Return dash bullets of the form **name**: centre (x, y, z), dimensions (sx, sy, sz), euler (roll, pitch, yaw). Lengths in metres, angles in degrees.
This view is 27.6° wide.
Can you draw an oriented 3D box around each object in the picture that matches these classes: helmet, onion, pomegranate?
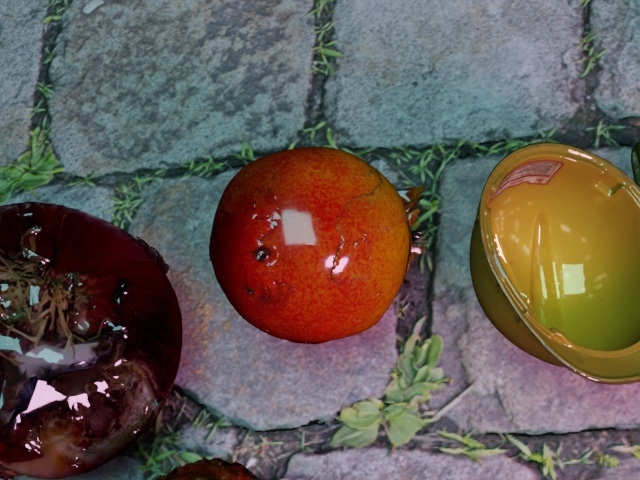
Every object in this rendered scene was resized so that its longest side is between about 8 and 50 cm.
- **helmet**: centre (0.232, 0.043, 1.273), dimensions (0.205, 0.140, 0.257), euler (-9, 67, -23)
- **onion**: centre (-0.295, 0.108, 1.371), dimensions (0.314, 0.232, 0.314), euler (4, 63, -8)
- **pomegranate**: centre (0.000, 0.000, 1.335), dimensions (0.235, 0.210, 0.210), euler (-22, 53, -32)

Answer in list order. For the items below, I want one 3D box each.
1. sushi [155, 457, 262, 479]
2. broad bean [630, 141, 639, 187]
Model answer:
- **sushi**: centre (-0.107, 0.379, 1.189), dimensions (0.196, 0.182, 0.343), euler (-20, 57, 15)
- **broad bean**: centre (0.367, -0.017, 1.310), dimensions (0.061, 0.046, 0.195), euler (-34, 63, -14)
